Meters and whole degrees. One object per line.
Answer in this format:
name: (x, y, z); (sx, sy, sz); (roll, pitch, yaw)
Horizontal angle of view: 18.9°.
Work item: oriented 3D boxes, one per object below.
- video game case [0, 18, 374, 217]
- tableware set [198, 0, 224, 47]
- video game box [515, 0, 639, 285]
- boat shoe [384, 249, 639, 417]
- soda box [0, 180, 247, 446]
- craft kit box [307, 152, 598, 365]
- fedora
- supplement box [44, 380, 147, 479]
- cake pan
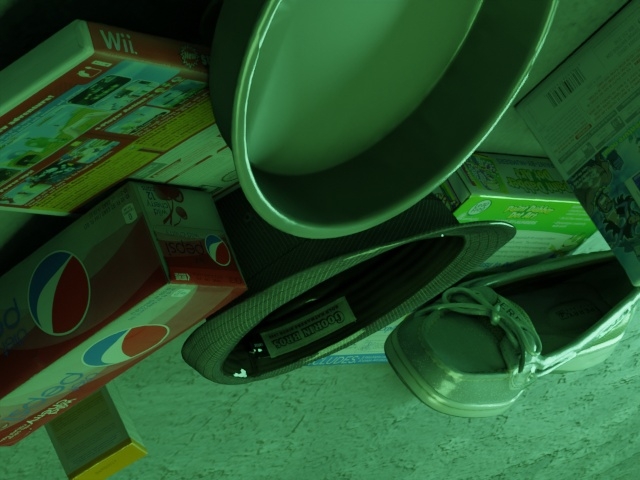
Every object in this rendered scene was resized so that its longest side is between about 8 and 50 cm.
video game case: (-0.124, -0.069, 1.256); (0.204, 0.025, 0.285); (-28, 161, 32)
tableware set: (-0.007, -0.134, 1.298); (0.128, 0.039, 0.194); (-39, 154, 19)
video game box: (0.281, -0.097, 1.515); (0.205, 0.187, 0.048); (-43, 153, 27)
boat shoe: (0.180, 0.071, 1.701); (0.320, 0.118, 0.103); (-10, 143, -46)
soda box: (-0.183, 0.059, 1.378); (0.263, 0.083, 0.092); (-34, 158, 30)
craft kit box: (0.117, 0.020, 1.724); (0.250, 0.061, 0.246); (2, 143, -50)
fedora: (0.000, 0.000, 1.448); (0.244, 0.124, 0.275); (-10, 159, -43)
supplement box: (-0.190, 0.145, 1.561); (0.062, 0.098, 0.036); (-31, 153, 6)
cake pan: (0.042, -0.138, 1.220); (0.293, 0.054, 0.293); (-32, 142, -29)
